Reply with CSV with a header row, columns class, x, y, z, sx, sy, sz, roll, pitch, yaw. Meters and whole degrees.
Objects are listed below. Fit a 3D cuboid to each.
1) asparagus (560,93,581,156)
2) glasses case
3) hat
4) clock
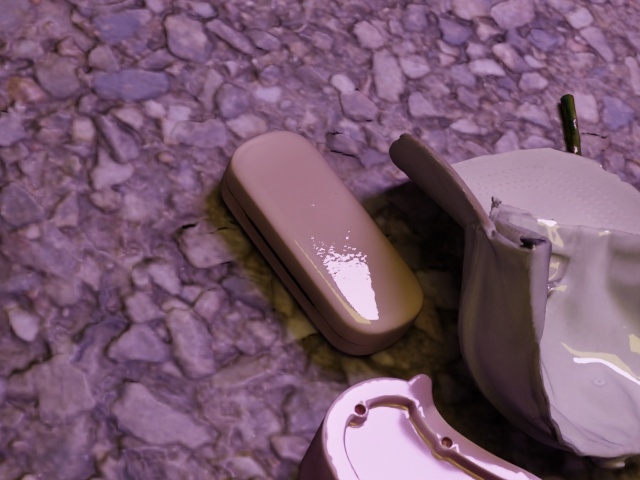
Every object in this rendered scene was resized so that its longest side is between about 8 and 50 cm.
class,x,y,z,sx,sy,sz,roll,pitch,yaw
asparagus,0.220,-0.081,1.394,0.015,0.014,0.114,-11,54,15
glasses case,0.000,0.000,1.242,0.083,0.050,0.196,-25,68,-28
hat,0.157,0.031,1.233,0.258,0.168,0.301,7,27,-41
clock,0.051,0.252,1.070,0.290,0.080,0.275,-32,71,-34
